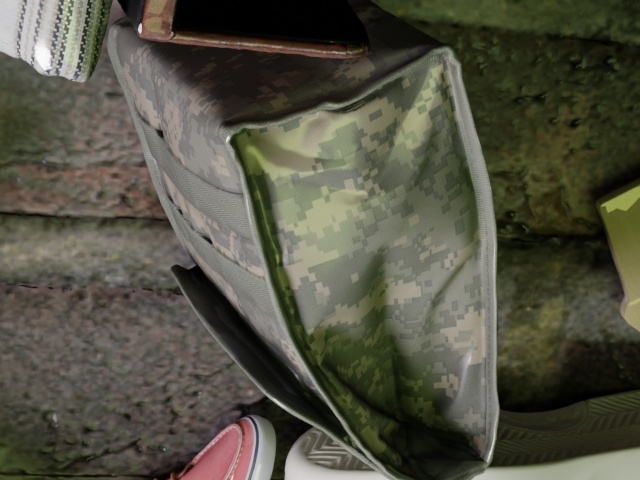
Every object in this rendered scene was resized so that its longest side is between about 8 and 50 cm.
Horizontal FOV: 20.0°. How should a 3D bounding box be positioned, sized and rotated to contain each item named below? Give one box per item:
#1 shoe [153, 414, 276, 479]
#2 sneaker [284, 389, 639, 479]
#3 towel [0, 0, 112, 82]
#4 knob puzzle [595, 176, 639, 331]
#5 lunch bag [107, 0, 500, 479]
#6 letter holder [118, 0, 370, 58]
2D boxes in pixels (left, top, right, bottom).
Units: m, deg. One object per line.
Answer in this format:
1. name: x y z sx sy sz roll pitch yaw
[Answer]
1. shoe: -0.104 0.190 1.266 0.081 0.063 0.178 21 111 -30
2. sneaker: 0.140 0.200 1.309 0.350 0.131 0.148 0 110 -18
3. towel: -0.205 -0.268 0.880 0.056 0.324 0.312 -9 117 -53
4. knob puzzle: 0.301 0.008 1.327 0.213 0.030 0.213 -7 116 -15
5. lunch bag: 0.000 0.000 1.110 0.169 0.235 0.287 -23 119 -12
6. letter holder: -0.011 -0.212 0.966 0.214 0.302 0.152 5 113 -20
